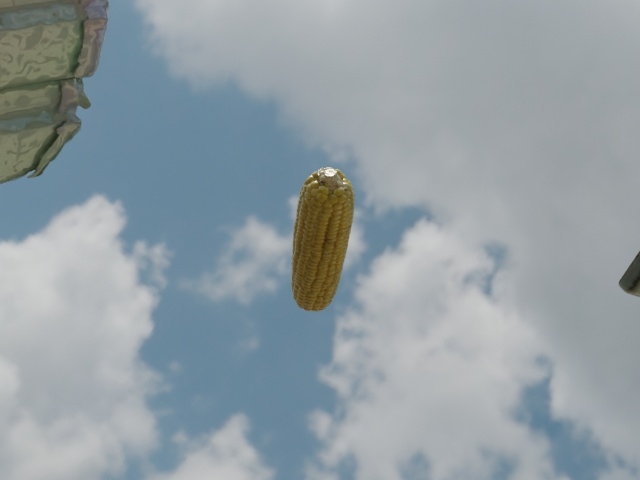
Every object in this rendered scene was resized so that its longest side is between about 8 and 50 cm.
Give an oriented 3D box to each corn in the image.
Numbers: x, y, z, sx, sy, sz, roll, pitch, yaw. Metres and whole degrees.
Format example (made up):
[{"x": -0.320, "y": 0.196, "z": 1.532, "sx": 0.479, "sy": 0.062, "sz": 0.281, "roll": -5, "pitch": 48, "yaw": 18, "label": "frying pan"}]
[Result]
[{"x": 0.000, "y": 0.000, "z": 1.602, "sx": 0.067, "sy": 0.067, "sz": 0.206, "roll": 17, "pitch": -47, "yaw": 9, "label": "corn"}]

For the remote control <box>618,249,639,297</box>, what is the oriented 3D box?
[{"x": 0.277, "y": -0.023, "z": 0.964, "sx": 0.065, "sy": 0.029, "sz": 0.166, "roll": 11, "pitch": -61, "yaw": -38, "label": "remote control"}]

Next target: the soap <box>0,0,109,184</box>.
[{"x": -0.332, "y": -0.073, "z": 0.672, "sx": 0.156, "sy": 0.446, "sz": 0.261, "roll": 45, "pitch": -44, "yaw": 30, "label": "soap"}]
